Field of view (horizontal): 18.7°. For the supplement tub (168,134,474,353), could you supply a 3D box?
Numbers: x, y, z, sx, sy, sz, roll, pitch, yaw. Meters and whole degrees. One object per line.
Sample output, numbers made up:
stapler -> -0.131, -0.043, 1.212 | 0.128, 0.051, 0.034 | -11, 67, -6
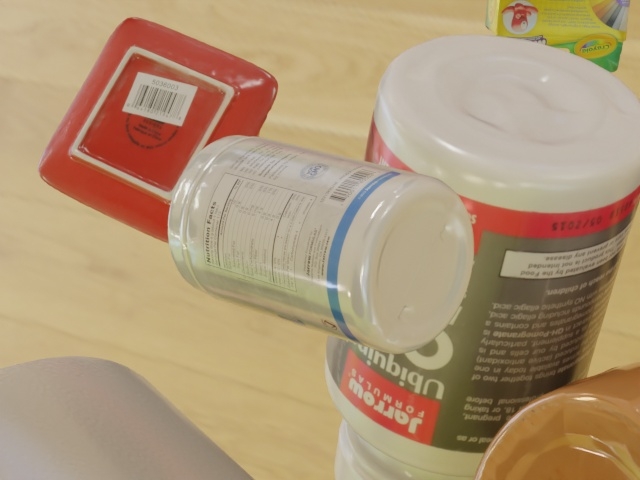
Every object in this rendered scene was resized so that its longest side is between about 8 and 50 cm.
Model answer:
supplement tub -> 0.000, 0.000, 0.761 | 0.107, 0.071, 0.071 | 15, 83, 43

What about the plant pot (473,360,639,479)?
plant pot -> 0.220, 0.185, 1.137 | 0.291, 0.203, 0.291 | -5, 84, 54

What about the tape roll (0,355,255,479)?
tape roll -> -0.080, 0.178, 0.561 | 0.169, 0.246, 0.246 | 40, 100, 24

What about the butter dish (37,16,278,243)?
butter dish -> -0.117, -0.075, 1.564 | 0.160, 0.118, 0.160 | 24, 80, 24

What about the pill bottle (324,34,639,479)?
pill bottle -> 0.098, 0.041, 1.272 | 0.176, 0.176, 0.318 | 43, 136, 39

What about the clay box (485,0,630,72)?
clay box -> 0.224, -0.268, 1.781 | 0.053, 0.127, 0.222 | -116, 29, -68
